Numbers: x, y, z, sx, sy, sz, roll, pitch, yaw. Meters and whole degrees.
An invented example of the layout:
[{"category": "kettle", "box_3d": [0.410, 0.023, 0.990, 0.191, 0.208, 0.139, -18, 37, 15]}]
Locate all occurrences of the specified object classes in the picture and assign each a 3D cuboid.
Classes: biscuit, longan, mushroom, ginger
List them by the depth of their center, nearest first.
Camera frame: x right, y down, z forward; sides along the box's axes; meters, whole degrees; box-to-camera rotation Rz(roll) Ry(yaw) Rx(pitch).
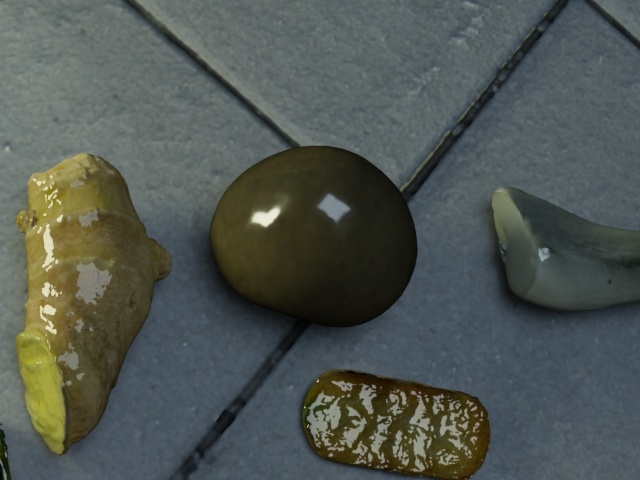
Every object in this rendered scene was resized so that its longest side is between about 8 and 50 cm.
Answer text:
[{"category": "ginger", "box_3d": [-0.275, 0.071, 1.747, 0.189, 0.126, 0.354, 18, 69, -24]}, {"category": "longan", "box_3d": [0.000, 0.000, 1.819, 0.246, 0.246, 0.215, 38, 51, -3]}, {"category": "biscuit", "box_3d": [0.095, 0.228, 1.869, 0.247, 0.029, 0.119, 12, 74, -15]}, {"category": "mushroom", "box_3d": [0.384, 0.022, 1.993, 0.328, 0.122, 0.159, 7, 78, -17]}]

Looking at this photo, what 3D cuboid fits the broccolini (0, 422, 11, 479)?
[{"category": "broccolini", "box_3d": [-0.352, 0.370, 1.649, 0.079, 0.074, 0.392, 13, 61, -60]}]
